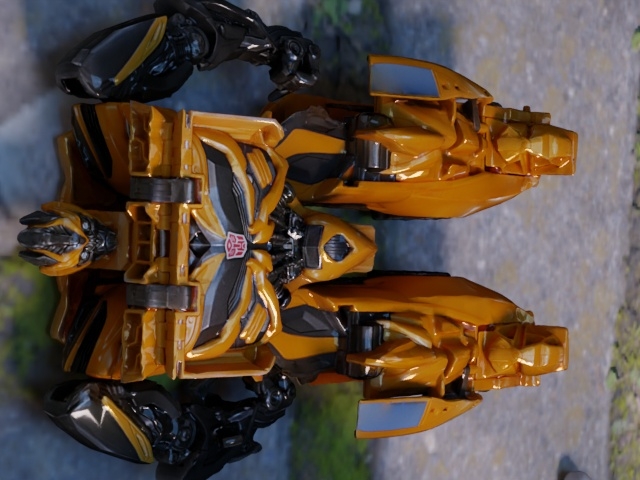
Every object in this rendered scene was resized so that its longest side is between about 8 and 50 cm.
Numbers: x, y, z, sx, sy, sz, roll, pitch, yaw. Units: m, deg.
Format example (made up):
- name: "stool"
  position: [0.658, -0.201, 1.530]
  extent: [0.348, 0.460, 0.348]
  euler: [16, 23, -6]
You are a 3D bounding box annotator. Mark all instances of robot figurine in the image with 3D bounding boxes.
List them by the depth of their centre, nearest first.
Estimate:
- name: "robot figurine"
  position: [0.000, 0.000, 0.663]
  extent: [0.291, 0.085, 0.211]
  euler: [0, 92, -46]

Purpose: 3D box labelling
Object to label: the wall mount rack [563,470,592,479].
- name: "wall mount rack"
  position: [0.224, 0.297, 0.805]
  extent: [0.131, 0.350, 0.304]
  euler: [-2, 97, -11]
